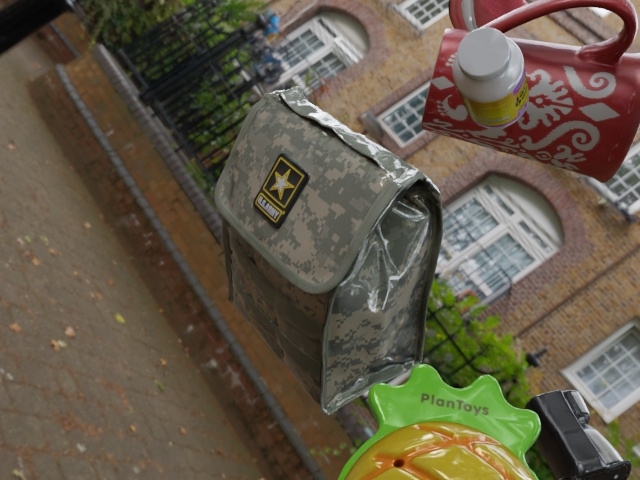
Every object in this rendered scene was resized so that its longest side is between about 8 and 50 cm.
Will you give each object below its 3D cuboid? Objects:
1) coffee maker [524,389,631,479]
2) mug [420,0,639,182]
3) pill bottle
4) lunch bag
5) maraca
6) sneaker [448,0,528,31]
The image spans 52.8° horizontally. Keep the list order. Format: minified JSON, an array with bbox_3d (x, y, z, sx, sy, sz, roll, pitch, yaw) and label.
[{"bbox_3d":[0.448,0.373,1.189,0.171,0.120,0.178,9,32,-24],"label":"coffee maker"},{"bbox_3d":[0.186,-0.142,0.567,0.169,0.150,0.113,14,17,9],"label":"mug"},{"bbox_3d":[0.109,-0.104,0.415,0.043,0.043,0.083,53,12,19],"label":"pill bottle"},{"bbox_3d":[0.000,0.000,0.705,0.235,0.169,0.287,41,-39,41],"label":"lunch bag"},{"bbox_3d":[0.068,0.146,0.354,0.185,0.127,0.099,-72,170,-47],"label":"maraca"},{"bbox_3d":[0.278,-0.468,0.954,0.116,0.136,0.313,-45,141,-56],"label":"sneaker"}]
